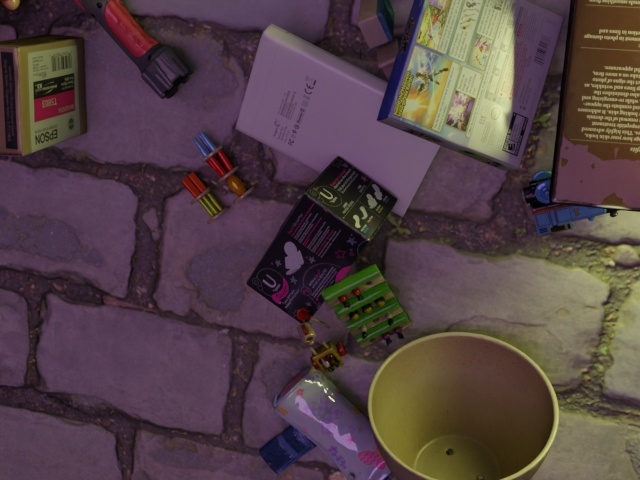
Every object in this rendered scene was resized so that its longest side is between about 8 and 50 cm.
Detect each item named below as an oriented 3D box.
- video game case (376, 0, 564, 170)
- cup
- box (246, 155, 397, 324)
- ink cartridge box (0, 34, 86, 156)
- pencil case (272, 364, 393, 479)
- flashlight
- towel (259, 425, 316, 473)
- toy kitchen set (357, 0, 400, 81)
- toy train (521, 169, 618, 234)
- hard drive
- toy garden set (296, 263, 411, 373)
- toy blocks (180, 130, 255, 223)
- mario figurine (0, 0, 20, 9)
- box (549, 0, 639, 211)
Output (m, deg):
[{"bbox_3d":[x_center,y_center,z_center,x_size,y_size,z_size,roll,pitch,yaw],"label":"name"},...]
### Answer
[{"bbox_3d":[0.245,-0.280,1.458,0.244,0.061,0.270,19,85,-17],"label":"video game case"},{"bbox_3d":[0.252,0.368,1.645,0.331,0.331,0.237,7,135,11],"label":"cup"},{"bbox_3d":[0.000,0.000,1.618,0.142,0.163,0.247,37,128,1],"label":"box"},{"bbox_3d":[-0.524,-0.272,1.647,0.088,0.235,0.193,6,109,13],"label":"ink cartridge box"},{"bbox_3d":[0.032,0.375,1.778,0.124,0.113,0.273,-44,92,-1],"label":"pencil case"},{"bbox_3d":[-0.358,-0.404,1.640,0.103,0.103,0.304,-41,93,14],"label":"flashlight"},{"bbox_3d":[-0.069,0.431,1.866,0.119,0.029,0.067,-40,94,21],"label":"towel"},{"bbox_3d":[0.182,-0.338,1.541,0.166,0.122,0.207,-19,122,18],"label":"toy kitchen set"},{"bbox_3d":[0.447,-0.078,1.561,0.184,0.080,0.105,-14,111,13],"label":"toy train"},{"bbox_3d":[0.034,-0.207,1.588,0.353,0.047,0.233,28,137,4],"label":"hard drive"},{"bbox_3d":[0.051,0.159,1.633,0.203,0.244,0.049,-27,56,6],"label":"toy garden set"},{"bbox_3d":[-0.214,-0.123,1.716,0.123,0.054,0.148,-35,96,20],"label":"toy blocks"},{"bbox_3d":[-0.547,-0.507,1.618,0.170,0.198,0.320,42,98,-5],"label":"mario figurine"},{"bbox_3d":[0.481,-0.238,1.425,0.191,0.143,0.381,7,92,11],"label":"box"}]
